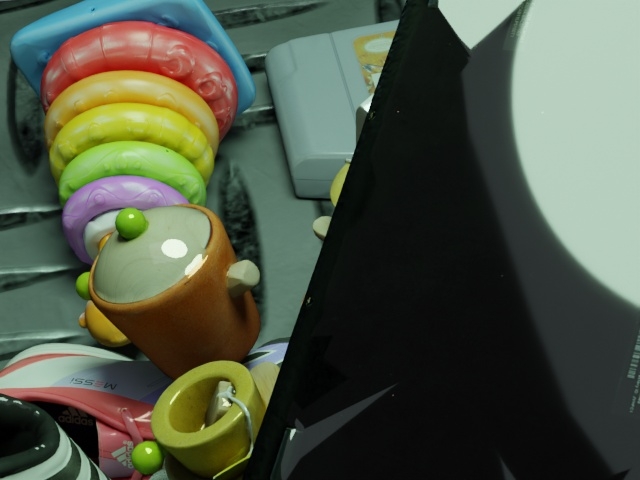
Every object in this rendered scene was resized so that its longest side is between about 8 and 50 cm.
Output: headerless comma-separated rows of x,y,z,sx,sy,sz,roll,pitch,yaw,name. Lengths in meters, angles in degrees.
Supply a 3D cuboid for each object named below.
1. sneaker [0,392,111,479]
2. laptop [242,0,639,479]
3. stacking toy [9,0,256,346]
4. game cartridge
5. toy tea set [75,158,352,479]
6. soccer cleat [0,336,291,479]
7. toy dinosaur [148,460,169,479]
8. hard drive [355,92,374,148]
-0.327,0.205,1.030,0.447,0.257,0.169,-23,36,-1,sneaker
0.224,0.060,1.035,0.408,0.236,0.382,9,67,24,laptop
-0.148,-0.039,1.425,0.175,0.166,0.302,-15,49,15,stacking toy
0.111,-0.122,1.537,0.297,0.062,0.198,-11,36,-3,game cartridge
0.000,0.000,1.118,0.336,0.124,0.200,-33,36,-2,toy tea set
-0.087,0.128,1.212,0.318,0.108,0.116,1,17,17,soccer cleat
0.033,0.224,1.115,0.160,0.121,0.313,-40,53,-17,toy dinosaur
0.149,-0.137,1.361,0.307,0.203,0.040,-40,71,-16,hard drive
